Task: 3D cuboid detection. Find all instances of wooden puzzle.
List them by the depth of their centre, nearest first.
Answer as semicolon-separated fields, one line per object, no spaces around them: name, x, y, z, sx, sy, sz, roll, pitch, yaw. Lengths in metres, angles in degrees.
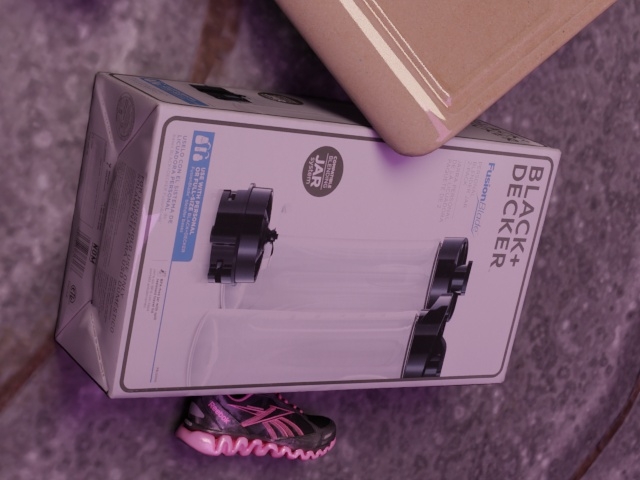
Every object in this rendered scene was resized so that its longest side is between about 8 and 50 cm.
wooden puzzle;0.071;-0.198;0.659;0.239;0.044;0.221;-39;94;-13

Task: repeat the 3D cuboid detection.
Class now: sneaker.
sneaker;-0.036;0.112;0.748;0.119;0.047;0.057;10;90;-37

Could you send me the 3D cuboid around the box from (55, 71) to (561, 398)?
box;0.000;0.000;0.699;0.290;0.087;0.169;4;105;-35
